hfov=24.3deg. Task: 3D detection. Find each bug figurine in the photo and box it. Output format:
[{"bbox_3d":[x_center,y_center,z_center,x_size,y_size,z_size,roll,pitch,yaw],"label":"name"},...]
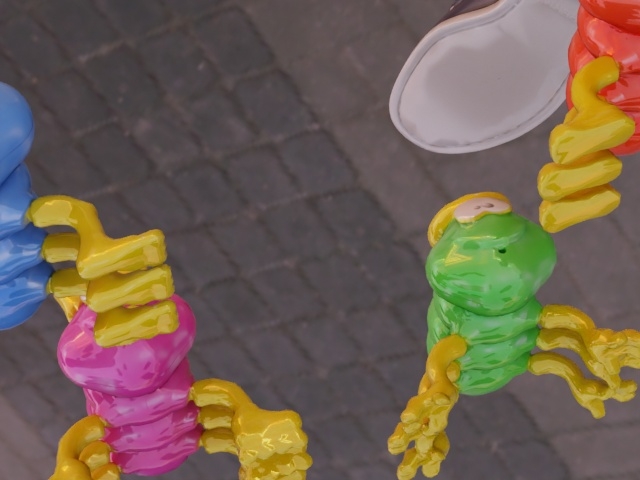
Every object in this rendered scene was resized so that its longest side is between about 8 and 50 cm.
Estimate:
[{"bbox_3d":[0.000,0.000,0.434,0.279,0.072,0.216,-15,142,-14],"label":"bug figurine"}]

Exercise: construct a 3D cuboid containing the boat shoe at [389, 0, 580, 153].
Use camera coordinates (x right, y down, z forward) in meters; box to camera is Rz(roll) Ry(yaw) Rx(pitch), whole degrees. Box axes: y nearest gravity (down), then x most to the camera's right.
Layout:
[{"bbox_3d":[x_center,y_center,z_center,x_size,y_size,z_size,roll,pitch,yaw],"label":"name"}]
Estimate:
[{"bbox_3d":[0.109,-0.119,0.750,0.075,0.065,0.206,34,135,-10],"label":"boat shoe"}]
